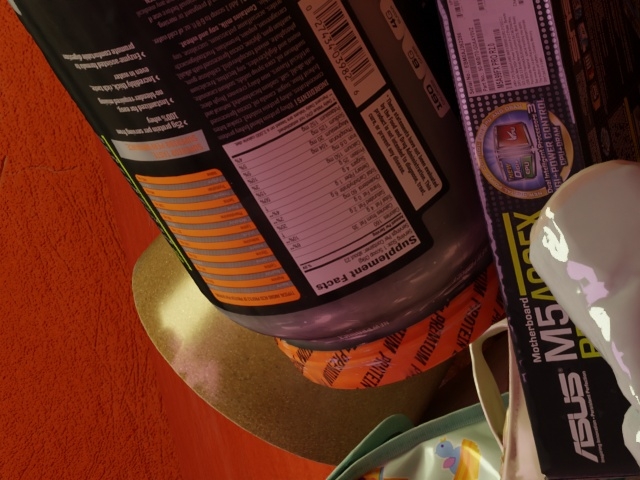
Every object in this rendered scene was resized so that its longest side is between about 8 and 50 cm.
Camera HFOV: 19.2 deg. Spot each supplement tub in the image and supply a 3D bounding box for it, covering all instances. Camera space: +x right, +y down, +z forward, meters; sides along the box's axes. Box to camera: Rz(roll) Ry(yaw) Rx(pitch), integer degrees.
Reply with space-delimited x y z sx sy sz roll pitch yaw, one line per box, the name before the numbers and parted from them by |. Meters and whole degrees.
supplement tub | -0.022 -0.085 0.980 0.316 0.194 0.193 59 173 -30

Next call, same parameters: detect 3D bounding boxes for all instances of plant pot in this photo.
plant pot | 0.033 -0.012 1.321 0.254 0.237 0.237 -54 45 26

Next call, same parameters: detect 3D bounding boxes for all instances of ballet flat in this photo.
ballet flat | 0.122 0.035 1.104 0.086 0.086 0.248 150 117 -75

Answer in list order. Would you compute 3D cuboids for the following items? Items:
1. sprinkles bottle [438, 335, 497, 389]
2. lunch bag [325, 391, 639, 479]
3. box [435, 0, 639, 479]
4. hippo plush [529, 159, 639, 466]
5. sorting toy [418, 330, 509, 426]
sprinkles bottle | 0.149 0.228 1.432 0.121 0.121 0.355 96 152 -58
lunch bag | 0.112 0.212 1.210 0.223 0.262 0.160 75 176 -49
box | 0.145 -0.038 1.003 0.216 0.060 0.270 -44 -57 -61
hippo plush | 0.245 0.084 0.846 0.236 0.234 0.294 40 -142 -56
sorting toy | 0.111 0.146 1.344 0.274 0.046 0.132 -44 19 32
